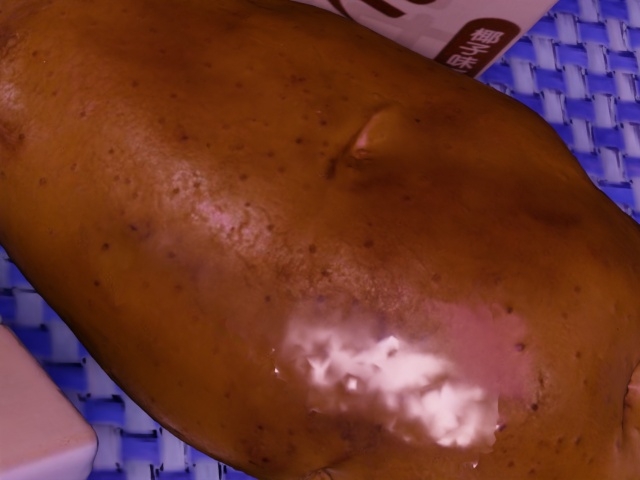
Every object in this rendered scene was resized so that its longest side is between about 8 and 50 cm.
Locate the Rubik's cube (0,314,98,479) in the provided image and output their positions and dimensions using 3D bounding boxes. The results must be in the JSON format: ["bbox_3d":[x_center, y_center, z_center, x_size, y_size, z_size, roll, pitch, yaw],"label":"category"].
[{"bbox_3d":[-0.218,0.085,0.581,0.224,0.265,0.213,-13,49,-46],"label":"Rubik's cube"}]

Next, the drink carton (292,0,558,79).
[{"bbox_3d":[0.036,-0.186,0.738,0.194,0.324,0.132,19,67,-13],"label":"drink carton"}]

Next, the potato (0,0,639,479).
[{"bbox_3d":[0.000,0.000,0.732,0.369,0.176,0.195,35,91,5],"label":"potato"}]
